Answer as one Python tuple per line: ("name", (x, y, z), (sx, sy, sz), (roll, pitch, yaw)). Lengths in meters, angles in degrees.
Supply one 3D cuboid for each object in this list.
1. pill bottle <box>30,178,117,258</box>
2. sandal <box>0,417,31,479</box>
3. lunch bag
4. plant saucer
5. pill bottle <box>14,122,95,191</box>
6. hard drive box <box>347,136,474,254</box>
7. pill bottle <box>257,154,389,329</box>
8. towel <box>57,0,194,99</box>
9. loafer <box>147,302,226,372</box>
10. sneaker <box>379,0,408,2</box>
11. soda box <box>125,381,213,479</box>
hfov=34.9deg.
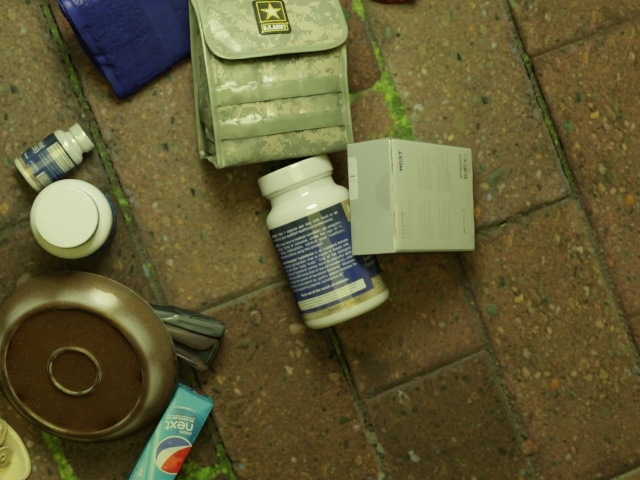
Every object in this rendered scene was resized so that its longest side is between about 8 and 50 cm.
("pill bottle", (-0.385, -0.032, 1.589), (0.124, 0.221, 0.124), (0, 90, -8))
("sandal", (-0.557, 0.301, 1.636), (0.088, 0.079, 0.240), (-32, 94, -7))
("lunch bag", (-0.082, -0.276, 1.627), (0.235, 0.169, 0.287), (-9, 103, -17))
("plant saucer", (-0.384, 0.199, 1.613), (0.311, 0.050, 0.310), (2, 111, 6))
("pill bottle", (-0.432, -0.138, 1.661), (0.120, 0.067, 0.067), (-36, 94, -7))
("hard drive box", (0.153, -0.067, 1.663), (0.232, 0.089, 0.181), (1, 86, -50))
("pill bottle", (0.000, 0.000, 1.676), (0.153, 0.153, 0.264), (-22, 93, -7))
("towel", (-0.249, -0.386, 1.635), (0.308, 0.227, 0.076), (-32, 55, -7))
("loafer", (-0.309, 0.142, 1.661), (0.303, 0.109, 0.095), (15, 93, -10))
("sneaker", (0.084, -0.453, 1.736), (0.175, 0.064, 0.067), (17, 78, -10))
("soda box", (-0.255, 0.344, 1.681), (0.067, 0.071, 0.210), (28, 86, -7))
